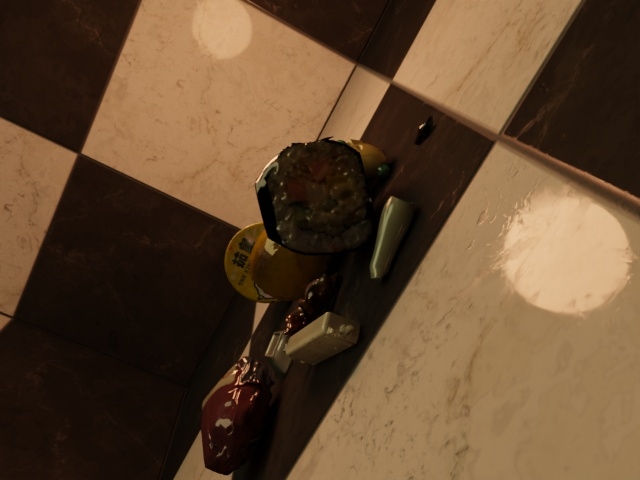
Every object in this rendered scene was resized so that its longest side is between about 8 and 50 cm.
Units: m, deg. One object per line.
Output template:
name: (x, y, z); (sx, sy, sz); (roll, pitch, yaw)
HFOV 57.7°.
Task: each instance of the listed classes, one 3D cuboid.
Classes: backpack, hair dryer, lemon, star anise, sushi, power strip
backpack: (-0.252, 0.545, 1.757); (0.283, 0.197, 0.317); (-58, 17, 22)
hair dryer: (0.159, -0.005, 1.475); (0.237, 0.075, 0.206); (-153, 83, -86)
lemon: (-0.084, 0.047, 1.910); (0.316, 0.285, 0.285); (-43, 11, -2)
hair dryer: (0.292, -0.314, 1.621); (0.083, 0.031, 0.079); (-56, -5, -38)
star anise: (-0.027, 0.206, 1.702); (0.288, 0.088, 0.288); (-58, -9, -15)
sushi: (-0.022, -0.108, 1.663); (0.285, 0.328, 0.328); (174, 81, -78)
power strip: (0.004, 0.252, 1.474); (0.338, 0.098, 0.058); (-44, 27, 59)

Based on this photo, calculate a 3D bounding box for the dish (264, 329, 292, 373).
dish: (-0.138, 0.364, 1.964); (0.154, 0.064, 0.234); (-68, 11, -15)

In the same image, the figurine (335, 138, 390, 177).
figurine: (0.085, -0.185, 1.878); (0.324, 0.222, 0.124); (-39, -21, 33)

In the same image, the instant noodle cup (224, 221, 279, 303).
instant noodle cup: (-0.204, 0.067, 2.354); (0.326, 0.325, 0.254); (-62, 2, 10)

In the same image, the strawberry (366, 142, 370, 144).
strawberry: (0.146, -0.261, 2.010); (0.146, 0.082, 0.187); (-52, 9, 27)
